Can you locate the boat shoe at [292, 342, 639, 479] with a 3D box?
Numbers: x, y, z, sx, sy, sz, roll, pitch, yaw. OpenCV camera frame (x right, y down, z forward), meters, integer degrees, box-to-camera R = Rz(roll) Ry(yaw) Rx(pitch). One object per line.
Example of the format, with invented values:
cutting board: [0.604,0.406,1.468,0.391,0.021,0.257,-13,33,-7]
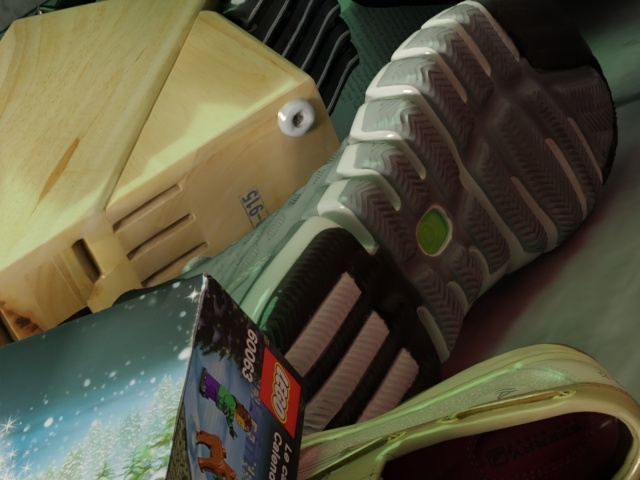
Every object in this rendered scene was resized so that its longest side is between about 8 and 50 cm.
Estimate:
boat shoe: [0.012,0.065,0.382,0.135,0.050,0.045,-32,9,-7]

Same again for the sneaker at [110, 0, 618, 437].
sneaker: [0.000,0.000,0.561,0.132,0.086,0.229,-20,18,42]

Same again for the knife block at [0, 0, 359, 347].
knife block: [-0.097,-0.037,0.707,0.275,0.088,0.242,-34,36,-14]

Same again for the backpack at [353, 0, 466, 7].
backpack: [0.194,-0.253,0.778,0.290,0.273,0.355,-32,26,-35]

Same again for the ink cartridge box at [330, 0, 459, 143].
ink cartridge box: [-0.060,-0.089,1.008,0.324,0.071,0.330,-19,20,39]

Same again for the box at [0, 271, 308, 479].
box: [-0.118,0.110,0.370,0.233,0.044,0.159,-20,38,25]
